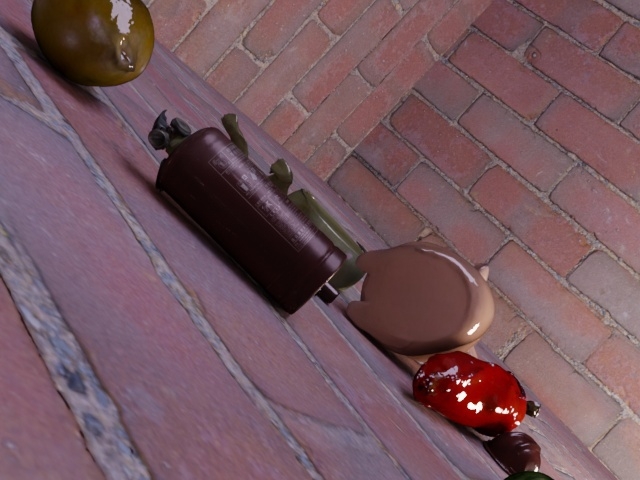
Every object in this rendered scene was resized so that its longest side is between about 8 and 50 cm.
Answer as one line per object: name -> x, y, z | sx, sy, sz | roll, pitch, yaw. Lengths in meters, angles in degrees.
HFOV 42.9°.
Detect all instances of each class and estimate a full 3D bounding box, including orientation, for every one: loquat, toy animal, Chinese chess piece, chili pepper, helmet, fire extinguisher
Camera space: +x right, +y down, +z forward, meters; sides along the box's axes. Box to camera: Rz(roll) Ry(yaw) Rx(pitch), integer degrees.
loquat -> -0.282, -0.263, 1.021 | 0.195, 0.152, 0.152 | 37, 0, 44
toy animal -> -0.126, -0.109, 1.310 | 0.219, 0.103, 0.101 | 43, -14, 18
Chinese chess piece -> 0.000, 0.000, 1.370 | 0.188, 0.083, 0.188 | 46, 5, -6
chili pepper -> 0.227, 0.224, 1.184 | 0.110, 0.110, 0.387 | 47, 9, 32
helmet -> 0.296, 0.316, 1.209 | 0.111, 0.057, 0.089 | 38, 5, -40
fire extinguisher -> -0.018, 0.052, 1.147 | 0.100, 0.032, 0.046 | 44, 40, 0
fire extinguisher -> -0.096, -0.043, 0.905 | 0.269, 0.105, 0.105 | 44, 6, -1
toy animal -> 0.167, 0.109, 1.286 | 0.213, 0.195, 0.256 | 5, -8, 12

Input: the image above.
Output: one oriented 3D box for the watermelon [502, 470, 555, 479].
watermelon -> 0.269, 0.317, 0.984 | 0.105, 0.062, 0.105 | 42, 1, -1
